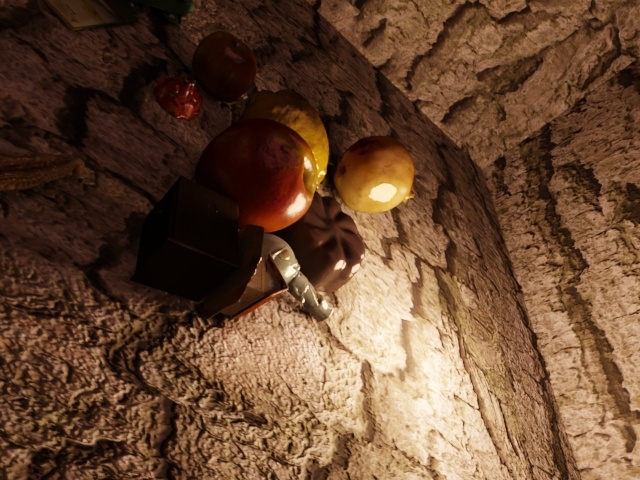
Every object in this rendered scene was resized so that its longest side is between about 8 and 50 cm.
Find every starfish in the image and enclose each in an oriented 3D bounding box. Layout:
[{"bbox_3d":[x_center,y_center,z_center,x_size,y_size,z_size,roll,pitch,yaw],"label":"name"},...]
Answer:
[{"bbox_3d":[-0.676,-0.173,0.851,0.324,0.082,0.432,48,32,-8],"label":"starfish"}]

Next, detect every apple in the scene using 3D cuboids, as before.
[{"bbox_3d":[-0.319,-0.578,1.595,0.211,0.188,0.211,34,32,-25],"label":"apple"}]

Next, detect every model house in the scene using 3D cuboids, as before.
[{"bbox_3d":[-0.157,0.089,1.120,0.136,0.219,0.207,33,37,-36],"label":"model house"}]

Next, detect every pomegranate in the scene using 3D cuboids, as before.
[{"bbox_3d":[0.216,-0.239,1.811,0.319,0.319,0.319,32,37,-28],"label":"pomegranate"}]

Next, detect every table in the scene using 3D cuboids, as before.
[{"bbox_3d":[-0.300,-0.004,1.070,0.172,0.169,0.193,26,41,-34],"label":"table"}]

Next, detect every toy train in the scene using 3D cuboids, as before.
[{"bbox_3d":[-0.576,-0.853,1.620,0.194,0.120,0.298,53,32,16],"label":"toy train"}]

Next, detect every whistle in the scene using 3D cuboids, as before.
[{"bbox_3d":[-0.096,0.095,1.280,0.346,0.133,0.142,47,-9,-26],"label":"whistle"}]

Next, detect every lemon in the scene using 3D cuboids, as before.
[{"bbox_3d":[-0.114,-0.314,1.518,0.285,0.286,0.316,-58,149,-56],"label":"lemon"}]

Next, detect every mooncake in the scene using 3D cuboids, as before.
[{"bbox_3d":[0.000,0.000,1.456,0.306,0.154,0.306,29,38,-26],"label":"mooncake"}]

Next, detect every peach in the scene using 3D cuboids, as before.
[{"bbox_3d":[-0.175,-0.166,1.260,0.308,0.333,0.307,-16,108,-61],"label":"peach"}]

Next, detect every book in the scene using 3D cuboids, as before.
[{"bbox_3d":[-0.695,-0.708,1.406,0.201,0.026,0.289,47,32,-10],"label":"book"}]

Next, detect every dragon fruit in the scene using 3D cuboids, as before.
[{"bbox_3d":[-0.402,-0.448,1.437,0.153,0.111,0.153,34,38,-31],"label":"dragon fruit"}]
